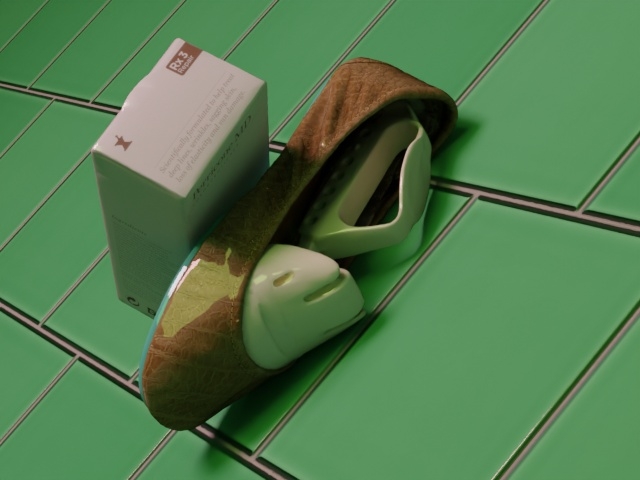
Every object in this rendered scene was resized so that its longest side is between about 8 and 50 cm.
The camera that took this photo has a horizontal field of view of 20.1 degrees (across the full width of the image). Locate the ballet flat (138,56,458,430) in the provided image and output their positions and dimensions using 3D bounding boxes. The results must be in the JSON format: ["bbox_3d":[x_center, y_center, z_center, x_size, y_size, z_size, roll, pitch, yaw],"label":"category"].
[{"bbox_3d":[0.000,0.000,1.306,0.124,0.116,0.342,9,50,37],"label":"ballet flat"}]

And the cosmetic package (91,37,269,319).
[{"bbox_3d":[-0.098,-0.032,1.350,0.117,0.085,0.231,-57,-14,-24],"label":"cosmetic package"}]
